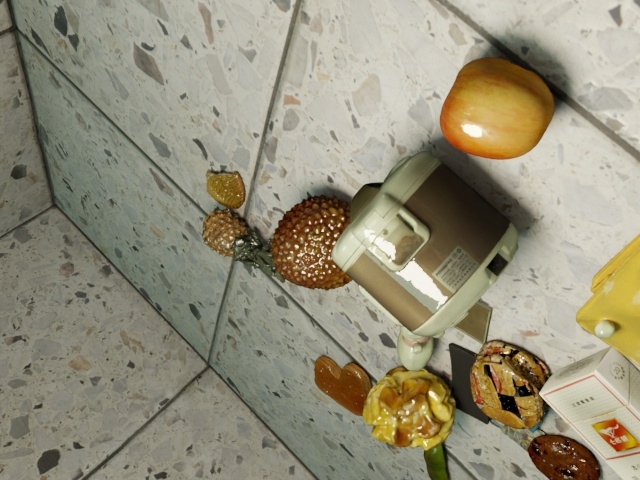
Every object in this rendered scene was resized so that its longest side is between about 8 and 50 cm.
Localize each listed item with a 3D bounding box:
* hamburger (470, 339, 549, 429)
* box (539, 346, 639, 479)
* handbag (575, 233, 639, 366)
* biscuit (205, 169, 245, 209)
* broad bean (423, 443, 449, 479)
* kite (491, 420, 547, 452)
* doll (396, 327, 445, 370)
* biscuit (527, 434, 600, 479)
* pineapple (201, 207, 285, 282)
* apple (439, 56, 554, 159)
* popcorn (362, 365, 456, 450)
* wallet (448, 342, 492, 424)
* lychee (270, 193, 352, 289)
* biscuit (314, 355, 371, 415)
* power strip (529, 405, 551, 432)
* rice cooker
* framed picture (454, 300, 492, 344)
[{"bbox_3d":[0.465,0.364,1.609,0.230,0.106,0.231,27,134,33],"label":"hamburger"},{"bbox_3d":[0.676,0.405,1.412,0.330,0.095,0.210,47,149,8],"label":"box"},{"bbox_3d":[0.678,0.166,1.125,0.401,0.133,0.283,41,143,16],"label":"handbag"},{"bbox_3d":[-0.321,-0.181,2.144,0.176,0.031,0.229,44,150,7],"label":"biscuit"},{"bbox_3d":[0.397,0.765,2.207,0.077,0.061,0.339,14,136,35],"label":"broad bean"},{"bbox_3d":[0.527,0.517,1.806,0.245,0.015,0.141,31,141,29],"label":"kite"},{"bbox_3d":[0.262,0.270,1.777,0.113,0.155,0.275,7,143,-2],"label":"doll"},{"bbox_3d":[0.638,0.584,1.692,0.192,0.049,0.192,26,136,27],"label":"biscuit"},{"bbox_3d":[-0.238,0.028,2.150,0.364,0.165,0.166,30,145,27],"label":"pineapple"},{"bbox_3d":[0.309,-0.228,1.118,0.199,0.199,0.199,33,146,26],"label":"apple"},{"bbox_3d":[0.252,0.492,1.895,0.332,0.264,0.225,-136,26,-72],"label":"popcorn"},{"bbox_3d":[0.418,0.400,1.799,0.124,0.025,0.244,21,134,43],"label":"wallet"},{"bbox_3d":[0.000,0.000,1.718,0.267,0.267,0.268,33,146,26],"label":"lychee"},{"bbox_3d":[0.082,0.510,2.357,0.277,0.052,0.262,26,137,37],"label":"biscuit"},{"bbox_3d":[0.556,0.455,1.682,0.056,0.032,0.123,34,146,25],"label":"power strip"},{"bbox_3d":[0.201,0.002,1.349,0.325,0.335,0.335,42,149,4],"label":"rice cooker"},{"bbox_3d":[0.384,0.197,1.648,0.109,0.011,0.149,30,144,30],"label":"framed picture"}]
